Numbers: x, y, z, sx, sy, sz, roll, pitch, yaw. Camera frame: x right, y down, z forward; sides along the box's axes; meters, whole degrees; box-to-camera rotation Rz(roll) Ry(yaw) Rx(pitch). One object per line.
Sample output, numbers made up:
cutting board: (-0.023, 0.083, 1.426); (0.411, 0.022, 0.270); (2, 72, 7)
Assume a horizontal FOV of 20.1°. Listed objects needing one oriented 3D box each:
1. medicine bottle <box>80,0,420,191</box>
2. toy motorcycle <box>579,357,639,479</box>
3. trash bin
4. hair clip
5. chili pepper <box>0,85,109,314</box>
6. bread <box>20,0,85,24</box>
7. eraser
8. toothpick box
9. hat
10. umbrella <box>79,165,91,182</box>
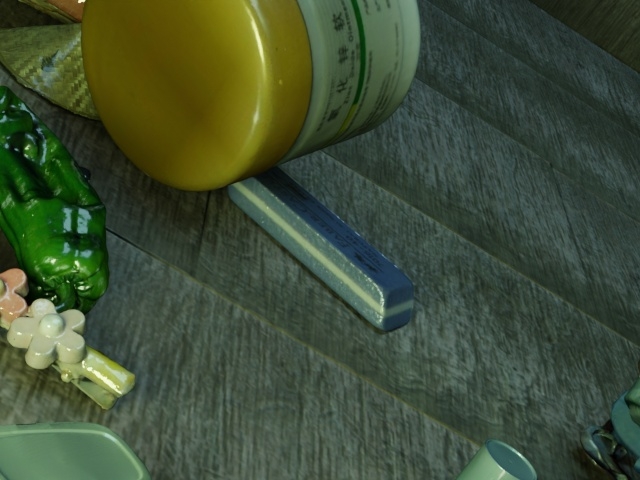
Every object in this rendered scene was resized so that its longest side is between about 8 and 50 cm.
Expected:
medicine bottle: (-0.062, -0.185, 1.671); (0.238, 0.238, 0.232); (44, 40, 22)
toy motorcycle: (0.417, 0.220, 1.693); (0.319, 0.182, 0.241); (37, 20, 9)
trash bin: (-0.167, 0.162, 0.952); (0.059, 0.130, 0.116); (45, 22, 28)
hair clip: (-0.220, 0.046, 1.247); (0.214, 0.056, 0.062); (36, 52, 0)
chili pepper: (-0.214, -0.025, 1.382); (0.100, 0.074, 0.257); (20, 25, -37)
bread: (-0.223, -0.263, 1.802); (0.244, 0.123, 0.190); (31, -5, -2)
eraser: (0.000, 0.000, 1.731); (0.225, 0.036, 0.082); (41, 19, 16)
toothpick box: (0.125, 0.202, 1.405); (0.052, 0.083, 0.052); (30, 20, -13)
hat: (-0.236, -0.182, 1.714); (0.146, 0.067, 0.146); (31, 21, -13)
umbrella: (-0.250, -0.071, 1.495); (0.133, 0.031, 0.036); (28, 5, -20)
